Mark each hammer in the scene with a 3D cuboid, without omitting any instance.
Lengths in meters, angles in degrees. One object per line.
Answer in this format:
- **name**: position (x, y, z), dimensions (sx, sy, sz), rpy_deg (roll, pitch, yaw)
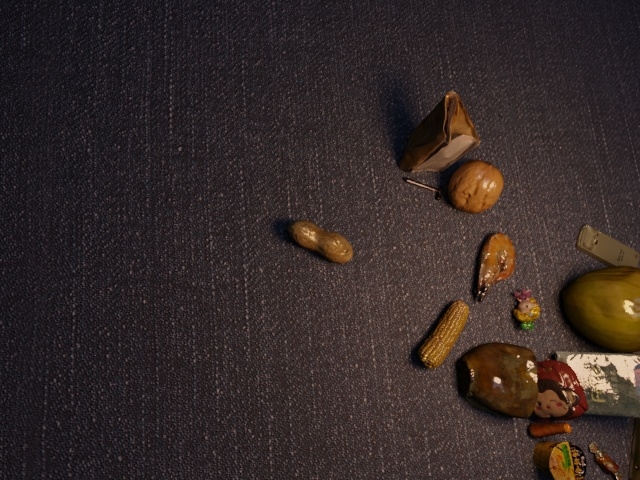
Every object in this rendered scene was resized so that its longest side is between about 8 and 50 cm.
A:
- **hammer**: position (0.414, -0.218, 1.857), dimensions (0.178, 0.021, 0.065), rpy_deg (19, 75, -7)

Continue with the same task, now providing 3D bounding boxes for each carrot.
- **carrot**: position (0.833, 0.687, 1.675), dimensions (0.055, 0.161, 0.055), rpy_deg (14, 58, -23)

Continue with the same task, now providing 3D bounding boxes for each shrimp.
- **shrimp**: position (0.695, 0.117, 1.826), dimensions (0.164, 0.062, 0.317), rpy_deg (28, 71, -8)

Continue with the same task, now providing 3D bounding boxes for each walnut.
- **walnut**: position (0.606, -0.212, 1.797), dimensions (0.195, 0.222, 0.195), rpy_deg (9, 49, -10)

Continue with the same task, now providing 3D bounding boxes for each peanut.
- **peanut**: position (0.000, 0.000, 1.670), dimensions (0.263, 0.117, 0.101), rpy_deg (25, 54, -3)

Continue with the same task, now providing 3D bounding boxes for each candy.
- **candy**: position (1.097, 0.853, 1.755), dimensions (0.053, 0.046, 0.182), rpy_deg (-39, 86, -19)

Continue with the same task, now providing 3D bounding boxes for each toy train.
- **toy train**: position (1.319, 0.818, 1.777), dimensions (0.201, 0.131, 0.300), rpy_deg (18, 73, -1)

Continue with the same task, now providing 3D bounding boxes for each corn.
- **corn**: position (0.460, 0.343, 1.704), dimensions (0.101, 0.101, 0.292), rpy_deg (38, 69, -2)

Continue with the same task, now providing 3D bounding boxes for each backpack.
- **backpack**: position (0.854, 0.545, 1.684), dimensions (0.138, 0.229, 0.229), rpy_deg (5, 76, -33)

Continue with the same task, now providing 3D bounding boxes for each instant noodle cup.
- **instant noodle cup**: position (0.864, 0.804, 1.676), dimensions (0.151, 0.122, 0.152), rpy_deg (3, 75, -11)

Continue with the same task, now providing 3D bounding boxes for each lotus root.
- **lotus root**: position (0.646, 0.495, 1.686), dimensions (0.260, 0.149, 0.267), rpy_deg (15, 72, -10)

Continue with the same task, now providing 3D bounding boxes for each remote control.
- **remote control**: position (1.234, 0.044, 1.978), dimensions (0.285, 0.038, 0.124), rpy_deg (26, 72, -4)

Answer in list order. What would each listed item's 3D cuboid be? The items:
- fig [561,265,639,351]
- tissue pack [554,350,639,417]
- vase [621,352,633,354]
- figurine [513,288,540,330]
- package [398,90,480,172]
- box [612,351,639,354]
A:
- **fig**: position (1.113, 0.260, 1.756), dimensions (0.343, 0.343, 0.344), rpy_deg (3, 77, -12)
- **tissue pack**: position (1.055, 0.534, 1.715), dimensions (0.315, 0.103, 0.228), rpy_deg (-4, 73, 23)
- **vase**: position (1.315, 0.533, 1.836), dimensions (0.300, 0.156, 0.251), rpy_deg (-4, 105, -20)
- **figurine**: position (0.819, 0.281, 1.803), dimensions (0.114, 0.094, 0.156), rpy_deg (20, 54, -29)
- **package**: position (0.421, -0.376, 1.742), dimensions (0.165, 0.311, 0.221), rpy_deg (-23, 85, -19)
- **box**: position (1.246, 0.348, 1.898), dimensions (0.103, 0.055, 0.244), rpy_deg (2, 77, -12)
